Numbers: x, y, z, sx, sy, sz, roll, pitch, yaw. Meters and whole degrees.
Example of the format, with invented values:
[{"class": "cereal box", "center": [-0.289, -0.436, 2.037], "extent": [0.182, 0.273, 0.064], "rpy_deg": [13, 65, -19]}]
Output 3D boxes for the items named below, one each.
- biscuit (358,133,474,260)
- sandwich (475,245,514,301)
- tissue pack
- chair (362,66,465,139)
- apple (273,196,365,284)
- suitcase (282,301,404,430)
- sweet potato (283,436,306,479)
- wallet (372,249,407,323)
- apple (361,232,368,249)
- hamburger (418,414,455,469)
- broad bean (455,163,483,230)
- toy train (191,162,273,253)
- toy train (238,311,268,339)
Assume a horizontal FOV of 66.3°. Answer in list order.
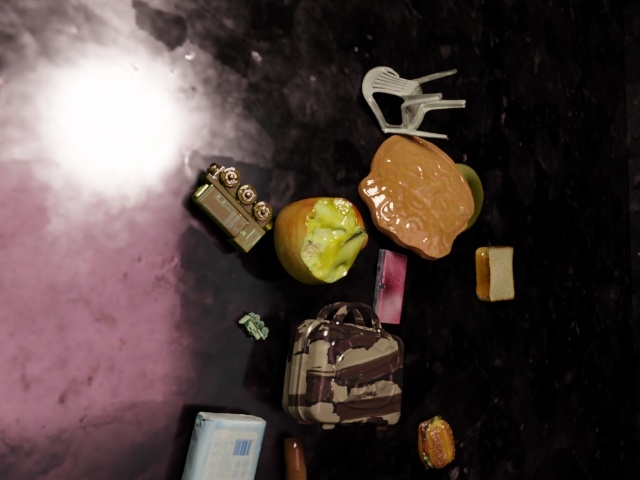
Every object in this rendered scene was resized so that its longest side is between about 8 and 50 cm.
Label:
[{"class": "biscuit", "center": [0.317, -0.150, 1.572], "extent": [0.385, 0.062, 0.365], "rpy_deg": [39, 68, -5]}, {"class": "sandwich", "center": [0.682, 0.129, 1.904], "extent": [0.186, 0.065, 0.215], "rpy_deg": [-3, 90, -36]}, {"class": "tissue pack", "center": [-0.246, 0.560, 1.188], "extent": [0.177, 0.089, 0.264], "rpy_deg": [18, 79, -33]}, {"class": "chair", "center": [0.292, -0.454, 1.563], "extent": [0.203, 0.274, 0.191], "rpy_deg": [-60, 141, -30]}, {"class": "apple", "center": [0.000, 0.000, 1.295], "extent": [0.246, 0.246, 0.227], "rpy_deg": [-9, 96, -36]}, {"class": "suitcase", "center": [0.070, 0.341, 1.369], "extent": [0.351, 0.193, 0.340], "rpy_deg": [16, 72, -36]}, {"class": "sweet potato", "center": [-0.070, 0.727, 1.302], "extent": [0.109, 0.109, 0.386], "rpy_deg": [16, 73, -35]}, {"class": "wallet", "center": [0.226, 0.153, 1.592], "extent": [0.119, 0.025, 0.233], "rpy_deg": [12, 81, -36]}, {"class": "apple", "center": [0.105, -0.008, 1.473], "extent": [0.084, 0.084, 0.071], "rpy_deg": [35, 97, -30]}, {"class": "hamburger", "center": [0.399, 0.682, 1.655], "extent": [0.137, 0.087, 0.166], "rpy_deg": [-10, 94, -37]}, {"class": "broad bean", "center": [0.475, -0.144, 1.730], "extent": [0.291, 0.119, 0.238], "rpy_deg": [-48, 112, -28]}, {"class": "toy train", "center": [-0.223, -0.084, 1.235], "extent": [0.225, 0.090, 0.137], "rpy_deg": [47, 73, -20]}, {"class": "toy train", "center": [-0.173, 0.230, 1.289], "extent": [0.053, 0.033, 0.083], "rpy_deg": [-39, 110, -26]}]
